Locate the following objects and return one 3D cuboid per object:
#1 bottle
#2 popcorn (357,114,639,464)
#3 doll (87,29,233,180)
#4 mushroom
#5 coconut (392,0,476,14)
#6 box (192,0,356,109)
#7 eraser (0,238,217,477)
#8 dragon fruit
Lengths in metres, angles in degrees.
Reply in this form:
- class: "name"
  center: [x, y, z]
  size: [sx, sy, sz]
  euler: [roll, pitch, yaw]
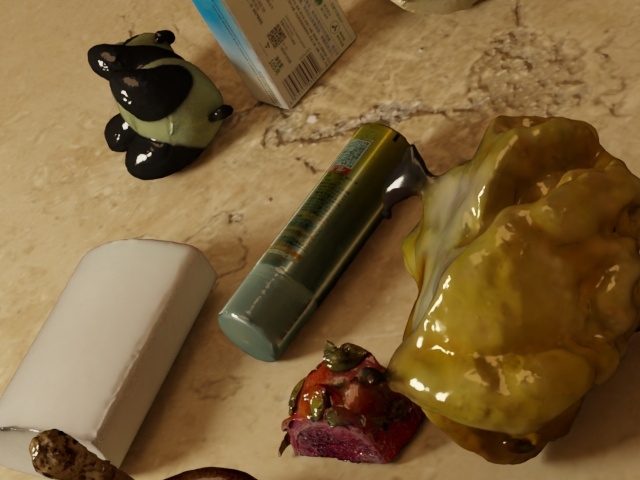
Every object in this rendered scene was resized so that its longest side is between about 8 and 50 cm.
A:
- class: "bottle"
  center: [0.000, 0.000, 1.829]
  size: [0.082, 0.082, 0.286]
  euler: [12, 55, 43]
- class: "popcorn"
  center: [0.184, 0.045, 1.542]
  size: [0.297, 0.281, 0.316]
  euler: [151, 132, -75]
- class: "doll"
  center: [-0.208, -0.177, 2.136]
  size: [0.135, 0.144, 0.234]
  euler: [-18, 32, -21]
- class: "mushroom"
  center: [-0.176, 0.242, 1.576]
  size: [0.227, 0.217, 0.148]
  euler: [-23, 38, 11]
- class: "coconut"
  center: [0.131, -0.393, 2.050]
  size: [0.239, 0.239, 0.244]
  euler: [-36, 32, -5]
- class: "box"
  center: [-0.059, -0.278, 2.081]
  size: [0.073, 0.194, 0.139]
  euler: [19, 60, 46]
- class: "eraser"
  center: [-0.239, 0.125, 1.851]
  size: [0.174, 0.095, 0.270]
  euler: [-2, 48, 33]
- class: "dragon fruit"
  center: [0.016, 0.153, 1.640]
  size: [0.147, 0.096, 0.102]
  euler: [2, 53, 39]
